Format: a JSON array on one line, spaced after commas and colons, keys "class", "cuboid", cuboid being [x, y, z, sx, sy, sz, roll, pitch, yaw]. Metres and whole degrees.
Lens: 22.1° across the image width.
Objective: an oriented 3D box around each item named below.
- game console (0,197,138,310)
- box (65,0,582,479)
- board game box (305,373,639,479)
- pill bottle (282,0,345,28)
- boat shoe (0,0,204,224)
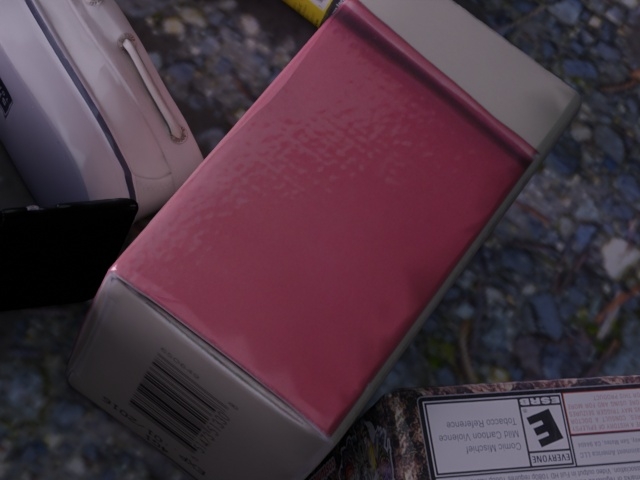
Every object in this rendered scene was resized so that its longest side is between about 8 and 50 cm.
[{"class": "game console", "cuboid": [-0.156, -0.012, 0.778, 0.107, 0.122, 0.071, 45, 61, 6]}, {"class": "box", "cuboid": [0.000, 0.000, 0.808, 0.127, 0.148, 0.232, 37, 61, 2]}, {"class": "board game box", "cuboid": [0.138, 0.219, 0.758, 0.232, 0.141, 0.291, -1, 68, -18]}, {"class": "pill bottle", "cuboid": [-0.025, -0.202, 0.915, 0.184, 0.103, 0.103, 38, 61, 1]}, {"class": "boat shoe", "cuboid": [-0.147, -0.130, 0.851, 0.088, 0.096, 0.267, -25, 78, -30]}]
